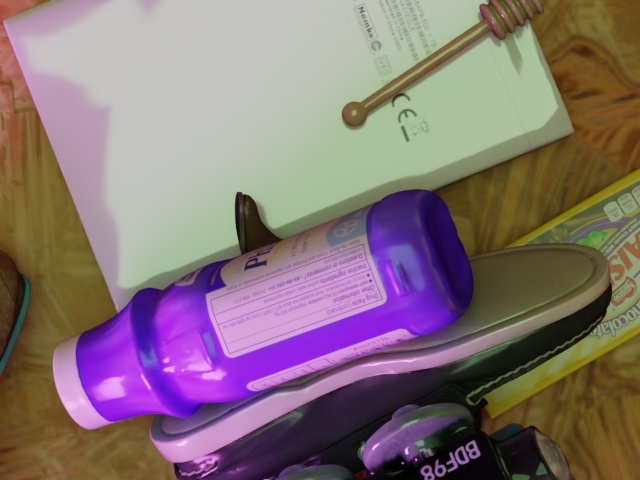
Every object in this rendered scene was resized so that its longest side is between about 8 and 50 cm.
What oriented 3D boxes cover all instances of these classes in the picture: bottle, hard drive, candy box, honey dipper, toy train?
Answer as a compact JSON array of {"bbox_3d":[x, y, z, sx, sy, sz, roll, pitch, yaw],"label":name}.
[{"bbox_3d":[-0.042,0.052,1.141,0.283,0.118,0.092,-20,94,18],"label":"bottle"},{"bbox_3d":[-0.024,-0.118,1.250,0.353,0.047,0.233,-22,87,1],"label":"hard drive"},{"bbox_3d":[0.186,0.034,1.244,0.206,0.027,0.105,-31,88,1],"label":"candy box"},{"bbox_3d":[0.084,-0.128,1.209,0.161,0.030,0.030,-35,87,2],"label":"honey dipper"},{"bbox_3d":[0.027,0.228,1.138,0.334,0.190,0.142,-31,59,12],"label":"toy train"}]

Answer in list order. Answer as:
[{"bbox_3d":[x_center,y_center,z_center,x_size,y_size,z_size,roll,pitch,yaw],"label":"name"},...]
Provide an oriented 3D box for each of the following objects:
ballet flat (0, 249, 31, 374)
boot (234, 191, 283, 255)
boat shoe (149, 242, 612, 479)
[{"bbox_3d":[-0.297,0.151,1.172,0.124,0.116,0.342,26,69,-37],"label":"ballet flat"},{"bbox_3d":[0.000,0.000,1.207,0.114,0.037,0.106,-11,130,-1],"label":"boot"},{"bbox_3d":[0.055,0.110,1.193,0.340,0.127,0.113,-24,112,7],"label":"boat shoe"}]
